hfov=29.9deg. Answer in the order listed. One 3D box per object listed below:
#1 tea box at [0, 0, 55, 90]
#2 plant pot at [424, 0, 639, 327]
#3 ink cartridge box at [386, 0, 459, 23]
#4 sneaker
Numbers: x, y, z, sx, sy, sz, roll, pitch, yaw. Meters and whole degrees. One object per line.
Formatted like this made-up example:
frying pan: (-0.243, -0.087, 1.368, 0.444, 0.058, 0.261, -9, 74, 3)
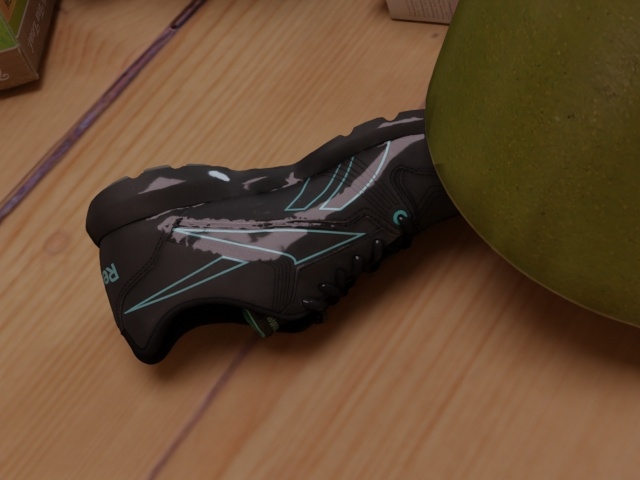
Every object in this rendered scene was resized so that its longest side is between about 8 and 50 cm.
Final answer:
tea box: (-0.420, -0.271, 0.941, 0.329, 0.323, 0.220, -13, 44, 11)
plant pot: (0.203, -0.150, 0.553, 0.275, 0.293, 0.274, 2, 50, -3)
ink cartridge box: (0.104, -0.216, 0.854, 0.143, 0.090, 0.092, 11, 53, 29)
sneaker: (0.000, 0.000, 0.704, 0.267, 0.101, 0.106, -13, 69, 4)
